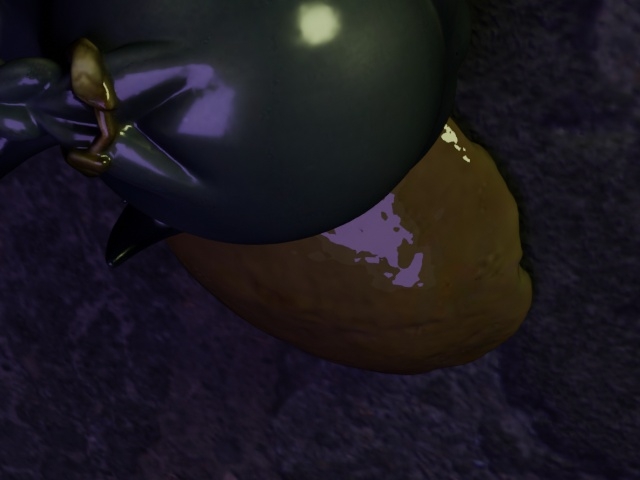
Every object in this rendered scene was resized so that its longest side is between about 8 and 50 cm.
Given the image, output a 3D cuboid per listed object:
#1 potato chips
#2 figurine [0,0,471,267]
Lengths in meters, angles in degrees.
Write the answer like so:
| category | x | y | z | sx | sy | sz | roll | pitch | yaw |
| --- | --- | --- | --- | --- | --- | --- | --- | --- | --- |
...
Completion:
| category | x | y | z | sx | sy | sz | roll | pitch | yaw |
| --- | --- | --- | --- | --- | --- | --- | --- | --- | --- |
| potato chips | -0.001 | 0.000 | 0.792 | 0.208 | 0.062 | 0.195 | 41 | 135 | -2 |
| figurine | -0.072 | -0.095 | 0.680 | 0.265 | 0.197 | 0.175 | 3 | 148 | 23 |
